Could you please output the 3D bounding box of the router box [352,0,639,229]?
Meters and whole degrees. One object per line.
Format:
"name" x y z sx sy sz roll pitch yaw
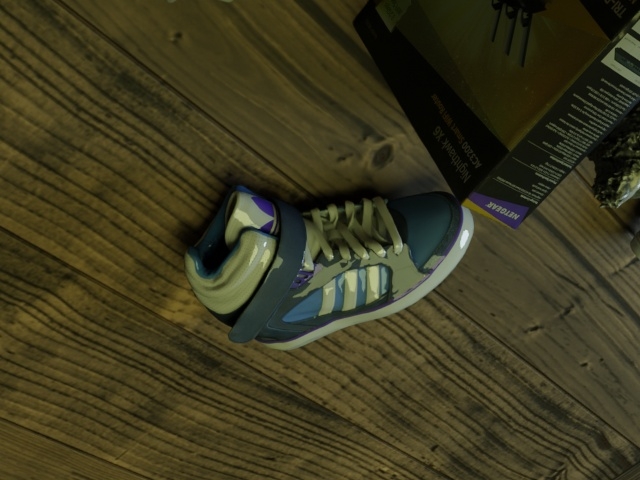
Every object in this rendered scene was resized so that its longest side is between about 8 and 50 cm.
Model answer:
"router box" 0.175 -0.201 1.016 0.081 0.308 0.243 21 120 -36

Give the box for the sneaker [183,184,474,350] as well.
"sneaker" 0.000 0.000 1.263 0.323 0.130 0.236 -29 141 13

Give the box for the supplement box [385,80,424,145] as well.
"supplement box" 0.217 -0.180 1.186 0.191 0.129 0.194 19 122 -36

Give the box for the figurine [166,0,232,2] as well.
"figurine" -0.068 -0.293 0.953 0.215 0.092 0.209 -2 142 11

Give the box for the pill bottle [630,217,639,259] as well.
"pill bottle" 0.490 -0.039 1.471 0.087 0.087 0.160 6 129 -28

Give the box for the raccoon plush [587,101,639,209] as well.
"raccoon plush" 0.401 -0.244 1.219 0.299 0.216 0.446 -17 112 10
